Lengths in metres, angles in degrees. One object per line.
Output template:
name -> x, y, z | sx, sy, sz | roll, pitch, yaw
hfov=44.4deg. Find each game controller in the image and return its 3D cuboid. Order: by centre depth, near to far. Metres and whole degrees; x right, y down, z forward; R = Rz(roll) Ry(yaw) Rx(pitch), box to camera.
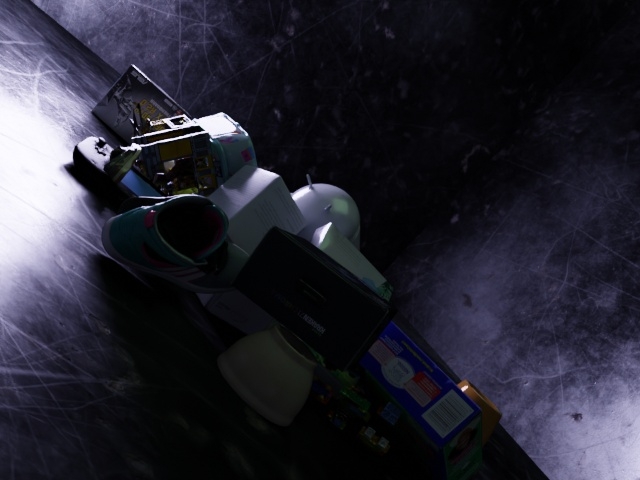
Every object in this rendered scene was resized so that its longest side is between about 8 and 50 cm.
game controller -> -0.390, -0.100, 1.682 | 0.319, 0.067, 0.166 | 41, 5, -11

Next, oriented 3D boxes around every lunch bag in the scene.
lunch bag -> -0.240, -0.182, 1.964 | 0.279, 0.107, 0.224 | -134, -145, -54

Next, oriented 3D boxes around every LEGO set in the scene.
LEGO set -> -0.376, -0.175, 1.889 | 0.331, 0.192, 0.255 | -131, -149, -52

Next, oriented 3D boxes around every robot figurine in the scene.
robot figurine -> 0.000, 0.000, 1.989 | 0.300, 0.199, 0.354 | 41, -30, 33

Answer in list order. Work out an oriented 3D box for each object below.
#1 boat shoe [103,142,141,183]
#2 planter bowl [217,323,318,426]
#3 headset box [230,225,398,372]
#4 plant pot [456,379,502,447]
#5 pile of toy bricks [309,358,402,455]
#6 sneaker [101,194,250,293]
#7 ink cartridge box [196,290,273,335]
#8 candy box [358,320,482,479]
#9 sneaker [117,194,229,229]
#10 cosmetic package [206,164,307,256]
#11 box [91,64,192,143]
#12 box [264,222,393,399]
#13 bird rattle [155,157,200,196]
boat shoe -> -0.412, -0.173, 1.629 | 0.049, 0.056, 0.152 | 43, 19, -21
planter bowl -> -0.073, 0.208, 1.285 | 0.162, 0.109, 0.162 | 43, 5, -5
headset box -> -0.003, 0.103, 1.403 | 0.246, 0.131, 0.283 | 37, 2, 11
plant pot -> 0.351, 0.464, 1.992 | 0.205, 0.188, 0.205 | 42, 5, -5
pile of toy bricks -> 0.057, 0.317, 1.522 | 0.212, 0.118, 0.105 | 36, -25, 8
sneaker -> -0.195, 0.007, 1.323 | 0.295, 0.124, 0.178 | 18, -22, -39
ink cartridge box -> -0.192, 0.077, 1.584 | 0.158, 0.092, 0.218 | 38, 9, -42
candy box -> 0.207, 0.356, 1.629 | 0.268, 0.122, 0.317 | 44, -15, 33
sneaker -> -0.265, -0.029, 1.517 | 0.227, 0.087, 0.130 | 2, -19, 21
cosmetic package -> -0.162, -0.050, 1.791 | 0.151, 0.183, 0.151 | 23, -31, 49
box -> -0.521, -0.371, 2.304 | 0.231, 0.183, 0.056 | 42, 4, -12
box -> 0.029, 0.148, 1.708 | 0.232, 0.058, 0.322 | 45, 46, -20
bird rattle -> -0.417, -0.220, 2.216 | 0.206, 0.143, 0.253 | 20, 13, -31
